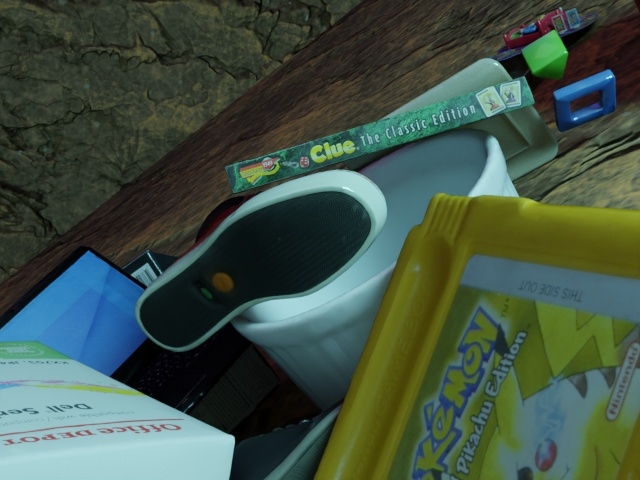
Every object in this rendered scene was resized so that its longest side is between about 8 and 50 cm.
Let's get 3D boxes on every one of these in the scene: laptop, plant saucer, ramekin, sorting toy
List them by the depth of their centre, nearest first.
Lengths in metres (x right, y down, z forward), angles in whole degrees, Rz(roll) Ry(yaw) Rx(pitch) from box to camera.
[{"bbox_3d":[0.067,0.035,0.860,0.277,0.135,0.277,-31,18,12],"label":"ramekin"},{"bbox_3d":[-0.216,0.106,0.958,0.264,0.136,0.234,-13,29,51],"label":"laptop"},{"bbox_3d":[0.134,-0.103,1.010,0.348,0.196,0.047,-30,57,18],"label":"sorting toy"},{"bbox_3d":[0.227,-0.200,1.336,0.168,0.029,0.168,-33,17,12],"label":"plant saucer"}]

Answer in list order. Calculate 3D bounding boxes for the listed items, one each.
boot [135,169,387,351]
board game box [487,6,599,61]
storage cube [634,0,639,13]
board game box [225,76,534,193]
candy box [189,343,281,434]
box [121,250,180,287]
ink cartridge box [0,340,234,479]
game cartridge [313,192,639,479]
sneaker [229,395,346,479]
[{"bbox_3d":[-0.035,-0.017,0.822,0.244,0.088,0.176,-29,17,32],"label":"boot"},{"bbox_3d":[0.310,-0.303,1.381,0.169,0.033,0.133,-20,14,16],"label":"board game box"},{"bbox_3d":[0.422,-0.308,0.964,0.193,0.215,0.183,-29,18,2],"label":"storage cube"},{"bbox_3d":[0.052,-0.094,0.861,0.260,0.030,0.136,-16,8,6],"label":"board game box"},{"bbox_3d":[-0.171,0.193,0.997,0.233,0.071,0.159,-43,19,-23],"label":"candy box"},{"bbox_3d":[-0.266,0.128,1.192,0.261,0.103,0.184,-35,-4,3],"label":"box"},{"bbox_3d":[-0.207,0.168,0.683,0.354,0.119,0.207,14,7,43],"label":"ink cartridge box"},{"bbox_3d":[0.096,0.114,0.535,0.324,0.053,0.285,12,80,66],"label":"game cartridge"},{"bbox_3d":[0.001,0.158,0.753,0.222,0.083,0.118,-37,17,0],"label":"sneaker"}]
